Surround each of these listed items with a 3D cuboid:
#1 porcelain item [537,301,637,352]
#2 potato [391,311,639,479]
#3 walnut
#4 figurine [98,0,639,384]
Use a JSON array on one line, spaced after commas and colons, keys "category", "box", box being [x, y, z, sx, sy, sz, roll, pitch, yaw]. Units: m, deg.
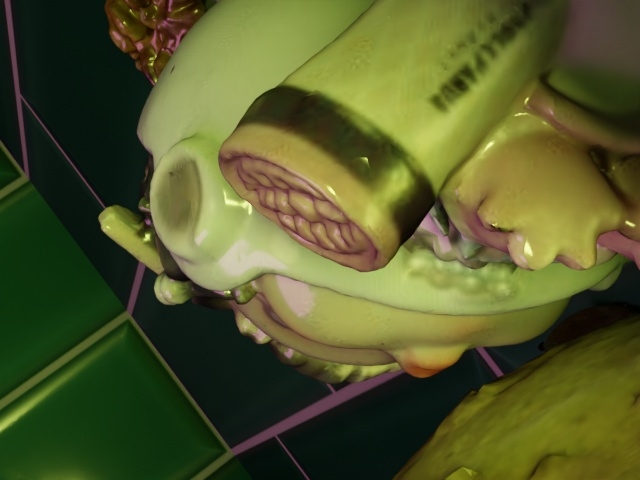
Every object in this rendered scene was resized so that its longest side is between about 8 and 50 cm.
[{"category": "porcelain item", "box": [0.214, 0.139, 0.780, 0.213, 0.054, 0.084, 57, 165, -14]}, {"category": "potato", "box": [0.146, 0.260, 0.521, 0.442, 0.319, 0.385, -113, -2, -47]}, {"category": "walnut", "box": [-0.128, -0.167, 1.077, 0.170, 0.069, 0.143, 56, 165, 2]}, {"category": "figurine", "box": [0.058, -0.045, 0.585, 0.253, 0.211, 0.361, 18, 165, -17]}]
